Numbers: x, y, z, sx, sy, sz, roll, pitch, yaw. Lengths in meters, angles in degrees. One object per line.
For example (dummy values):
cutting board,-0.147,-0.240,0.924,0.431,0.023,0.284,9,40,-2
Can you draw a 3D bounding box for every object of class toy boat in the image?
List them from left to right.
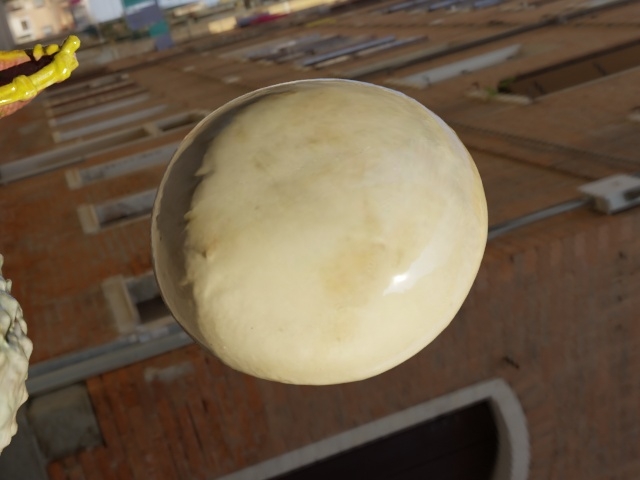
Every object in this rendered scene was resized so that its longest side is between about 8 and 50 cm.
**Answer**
toy boat,-0.397,-0.164,1.000,0.141,0.317,0.099,58,-40,47

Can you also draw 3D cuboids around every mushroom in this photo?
mushroom,0.000,0.000,1.127,0.295,0.362,0.362,80,-13,-51

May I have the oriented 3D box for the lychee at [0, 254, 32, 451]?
lychee,-0.294,0.064,0.560,0.274,0.255,0.255,50,9,-49
